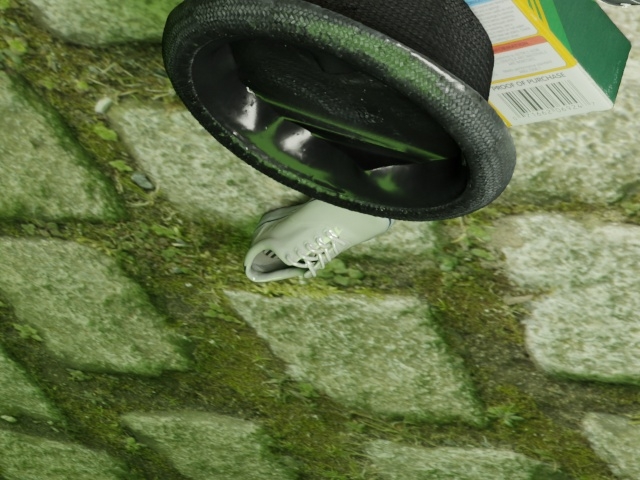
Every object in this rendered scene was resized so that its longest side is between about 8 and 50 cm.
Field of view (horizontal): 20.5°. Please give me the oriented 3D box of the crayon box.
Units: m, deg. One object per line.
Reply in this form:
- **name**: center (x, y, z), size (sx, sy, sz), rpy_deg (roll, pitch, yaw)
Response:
- **crayon box**: center (0.117, -0.233, 1.644), size (0.203, 0.083, 0.323), rpy_deg (-8, 141, 43)

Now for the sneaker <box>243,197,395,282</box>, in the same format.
- **sneaker**: center (0.000, 0.000, 2.128), size (0.094, 0.091, 0.258), rpy_deg (33, 150, -22)

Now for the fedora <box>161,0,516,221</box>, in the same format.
- **fedora**: center (0.032, -0.158, 1.580), size (0.334, 0.152, 0.334), rpy_deg (20, 152, 11)

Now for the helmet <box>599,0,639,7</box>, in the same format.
- **helmet**: center (0.245, -0.271, 1.404), size (0.161, 0.169, 0.169), rpy_deg (32, 155, 16)
